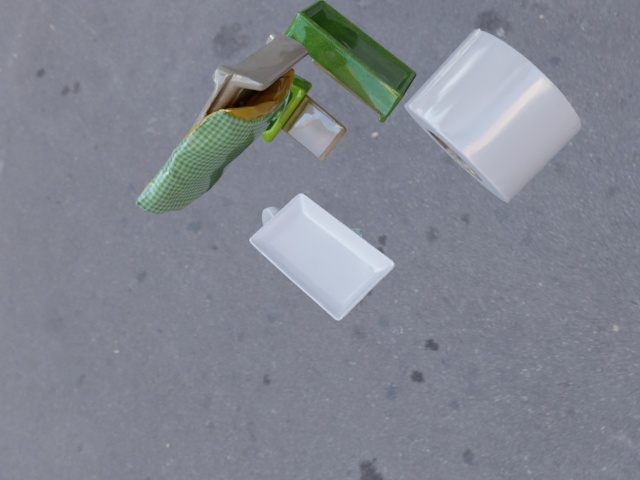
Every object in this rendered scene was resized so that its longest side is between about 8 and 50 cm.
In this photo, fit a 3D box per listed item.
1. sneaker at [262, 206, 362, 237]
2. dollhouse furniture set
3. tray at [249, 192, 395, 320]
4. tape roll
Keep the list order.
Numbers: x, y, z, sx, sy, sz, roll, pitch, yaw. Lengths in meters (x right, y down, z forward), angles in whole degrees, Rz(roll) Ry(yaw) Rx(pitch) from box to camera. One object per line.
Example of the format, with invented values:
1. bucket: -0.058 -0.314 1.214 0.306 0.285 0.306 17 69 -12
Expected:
1. sneaker: 0.000 0.000 1.347 0.256 0.151 0.094 49 155 -8
2. dollhouse furniture set: -0.036 -0.118 0.721 0.151 0.301 0.197 38 125 -5
3. tray: -0.001 0.027 1.193 0.145 0.030 0.270 -44 54 -10
4. tape roll: 0.284 -0.204 1.086 0.169 0.246 0.246 -47 61 10
